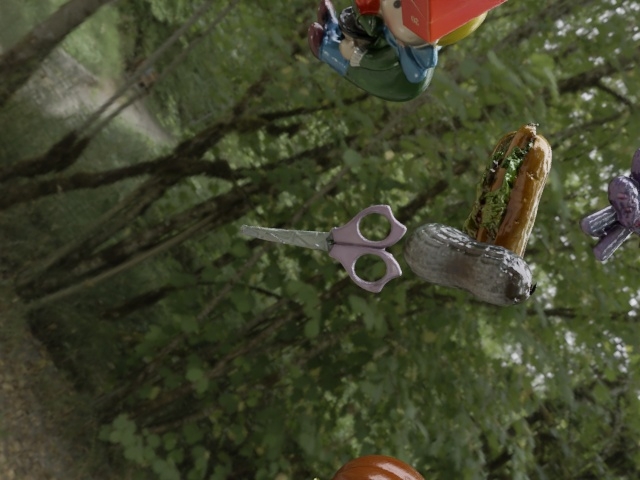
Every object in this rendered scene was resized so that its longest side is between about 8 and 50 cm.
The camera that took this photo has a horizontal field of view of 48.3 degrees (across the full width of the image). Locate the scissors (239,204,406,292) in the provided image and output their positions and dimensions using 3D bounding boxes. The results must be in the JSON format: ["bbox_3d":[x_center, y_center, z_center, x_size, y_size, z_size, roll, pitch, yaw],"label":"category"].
[{"bbox_3d":[0.000,0.000,0.903,0.021,0.212,0.110,23,75,-84],"label":"scissors"}]

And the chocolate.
[{"bbox_3d":[0.243,0.040,1.211,0.248,0.110,0.110,18,-31,40],"label":"chocolate"}]

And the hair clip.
[{"bbox_3d":[0.476,-0.084,0.999,0.090,0.278,0.137,12,-41,56],"label":"hair clip"}]

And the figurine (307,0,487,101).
[{"bbox_3d":[0.094,-0.280,0.857,0.185,0.127,0.234,32,-26,-2],"label":"figurine"}]

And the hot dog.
[{"bbox_3d":[0.332,-0.057,1.327,0.100,0.337,0.135,10,12,-27],"label":"hot dog"}]

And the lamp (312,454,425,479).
[{"bbox_3d":[0.061,0.385,0.916,0.197,0.223,0.223,25,-15,17],"label":"lamp"}]

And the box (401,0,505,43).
[{"bbox_3d":[0.113,-0.248,0.574,0.048,0.100,0.152,52,-15,33],"label":"box"}]
